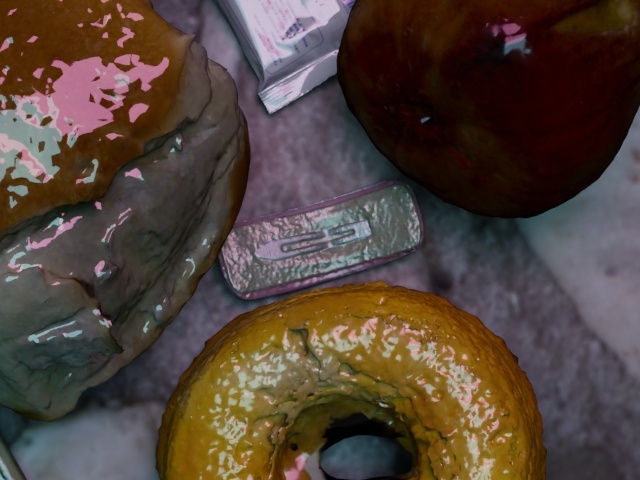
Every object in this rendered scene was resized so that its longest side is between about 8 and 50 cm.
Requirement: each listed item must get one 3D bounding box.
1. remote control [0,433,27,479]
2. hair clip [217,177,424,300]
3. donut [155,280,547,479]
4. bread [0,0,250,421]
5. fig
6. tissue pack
[{"bbox_3d":[-0.214,0.199,1.034,0.098,0.038,0.233,-30,85,-7],"label":"remote control"},{"bbox_3d":[-0.001,0.000,1.078,0.137,0.022,0.054,-17,83,-5],"label":"hair clip"},{"bbox_3d":[0.017,0.144,1.023,0.253,0.118,0.253,0,88,11],"label":"donut"},{"bbox_3d":[-0.199,-0.049,0.969,0.279,0.225,0.250,32,76,10],"label":"bread"},{"bbox_3d":[0.147,-0.155,1.030,0.191,0.190,0.290,40,84,2],"label":"fig"},{"bbox_3d":[-0.029,-0.196,1.098,0.122,0.026,0.193,-30,86,-7],"label":"tissue pack"}]
